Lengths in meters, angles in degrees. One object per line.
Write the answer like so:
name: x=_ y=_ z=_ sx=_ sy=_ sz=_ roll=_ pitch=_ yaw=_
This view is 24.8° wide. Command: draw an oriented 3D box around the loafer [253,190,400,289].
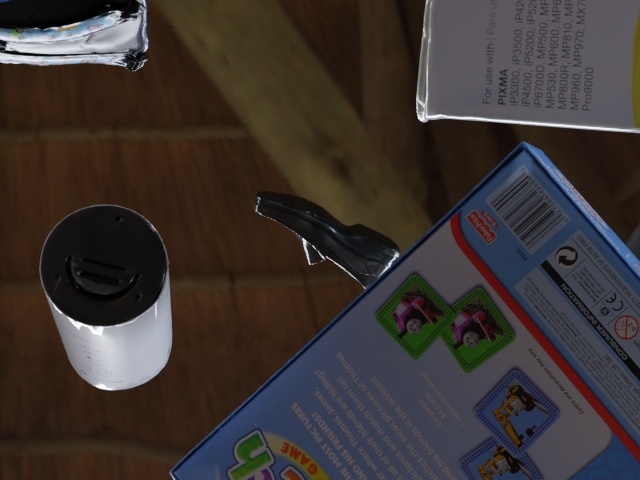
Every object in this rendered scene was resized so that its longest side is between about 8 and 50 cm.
loafer: x=0.000 y=0.000 z=1.585 sx=0.170 sy=0.062 sz=0.061 roll=26 pitch=-75 yaw=-6

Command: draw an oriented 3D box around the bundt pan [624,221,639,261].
bundt pan: x=0.338 y=0.046 z=0.886 sx=0.330 sy=0.124 sz=0.331 roll=27 pitch=-11 yaw=6

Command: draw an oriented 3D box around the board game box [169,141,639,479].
board game box: x=0.061 y=0.090 z=0.600 sx=0.211 sy=0.039 sz=0.160 roll=-43 pitch=-106 yaw=14

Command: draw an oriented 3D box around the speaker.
speaker: x=-0.096 y=0.030 z=0.668 sx=0.055 sy=0.055 sz=0.136 roll=13 pitch=-18 yaw=0

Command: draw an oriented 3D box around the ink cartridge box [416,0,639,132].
ink cartridge box: x=0.287 y=-0.162 z=1.046 sx=0.384 sy=0.279 sz=0.161 roll=5 pitch=-79 yaw=17

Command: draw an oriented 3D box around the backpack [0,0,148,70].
backpack: x=-0.256 y=-0.236 z=1.411 sx=0.173 sy=0.117 sz=0.158 roll=-5 pitch=-15 yaw=-6
